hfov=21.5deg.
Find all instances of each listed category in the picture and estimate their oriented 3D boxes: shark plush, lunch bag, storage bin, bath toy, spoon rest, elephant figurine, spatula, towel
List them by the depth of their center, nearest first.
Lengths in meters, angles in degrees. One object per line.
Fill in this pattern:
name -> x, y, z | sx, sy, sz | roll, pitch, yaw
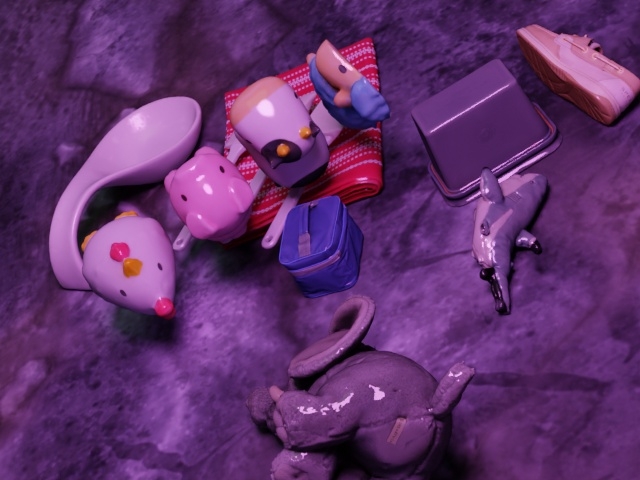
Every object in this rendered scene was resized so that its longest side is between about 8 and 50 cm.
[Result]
elephant figurine -> 0.026, 0.134, 1.475 | 0.186, 0.169, 0.239 | 1, 23, -2
shark plush -> 0.178, -0.006, 1.589 | 0.067, 0.073, 0.161 | 8, 41, 3
storage bin -> 0.158, -0.118, 1.696 | 0.135, 0.091, 0.098 | -30, 37, 3
bath toy -> -0.091, -0.051, 1.696 | 0.348, 0.151, 0.129 | -41, 48, 0
lunch bag -> 0.000, 0.000, 1.701 | 0.067, 0.065, 0.098 | -17, 40, 21
spatula -> -0.057, -0.082, 1.824 | 0.168, 0.019, 0.242 | 0, 47, 35
towel -> -0.025, -0.113, 1.878 | 0.199, 0.031, 0.275 | -20, 38, 16
spoon rest -> -0.230, -0.072, 1.940 | 0.137, 0.084, 0.276 | 1, 49, 37

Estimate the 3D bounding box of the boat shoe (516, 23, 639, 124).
boat shoe -> 0.264, -0.178, 1.714 | 0.059, 0.063, 0.170 | -35, 46, -7
